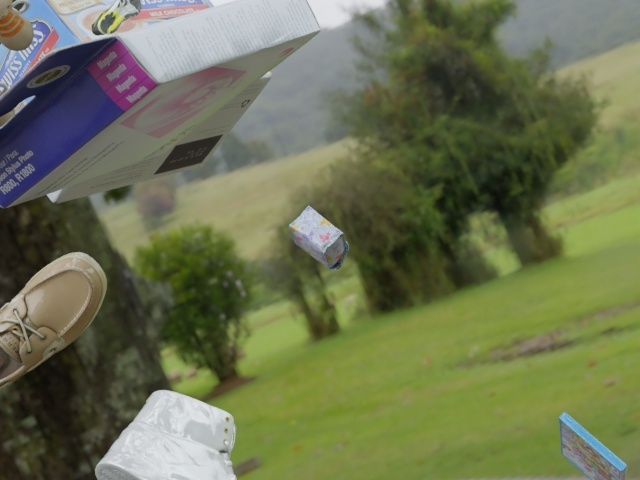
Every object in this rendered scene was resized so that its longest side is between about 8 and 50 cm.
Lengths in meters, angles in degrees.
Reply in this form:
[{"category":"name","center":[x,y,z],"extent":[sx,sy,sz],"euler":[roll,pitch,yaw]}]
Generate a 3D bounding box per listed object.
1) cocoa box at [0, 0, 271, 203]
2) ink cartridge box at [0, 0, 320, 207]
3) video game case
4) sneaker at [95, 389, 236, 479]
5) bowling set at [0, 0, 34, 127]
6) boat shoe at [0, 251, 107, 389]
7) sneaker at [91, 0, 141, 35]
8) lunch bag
[{"category":"cocoa box","center":[-0.295,-0.237,1.977],"extent":[0.347,0.228,0.231],"euler":[-20,-23,-53]},{"category":"ink cartridge box","center":[-0.210,-0.135,1.357],"extent":[0.330,0.071,0.324],"euler":[-28,-1,-44]},{"category":"video game case","center":[0.402,0.324,1.938],"extent":[0.015,0.119,0.166],"euler":[-43,-27,-11]},{"category":"sneaker","center":[-0.119,0.305,1.652],"extent":[0.108,0.292,0.169],"euler":[-48,8,47]},{"category":"bowling set","center":[-0.443,-0.166,1.557],"extent":[0.287,0.200,0.154],"euler":[-32,-18,-4]},{"category":"boat shoe","center":[-0.479,0.155,2.136],"extent":[0.341,0.121,0.110],"euler":[-44,3,21]},{"category":"sneaker","center":[-0.260,-0.286,1.654],"extent":[0.035,0.031,0.083],"euler":[-6,31,43]},{"category":"lunch bag","center":[0.000,0.000,1.838],"extent":[0.053,0.071,0.083],"euler":[-45,-25,-15]}]
